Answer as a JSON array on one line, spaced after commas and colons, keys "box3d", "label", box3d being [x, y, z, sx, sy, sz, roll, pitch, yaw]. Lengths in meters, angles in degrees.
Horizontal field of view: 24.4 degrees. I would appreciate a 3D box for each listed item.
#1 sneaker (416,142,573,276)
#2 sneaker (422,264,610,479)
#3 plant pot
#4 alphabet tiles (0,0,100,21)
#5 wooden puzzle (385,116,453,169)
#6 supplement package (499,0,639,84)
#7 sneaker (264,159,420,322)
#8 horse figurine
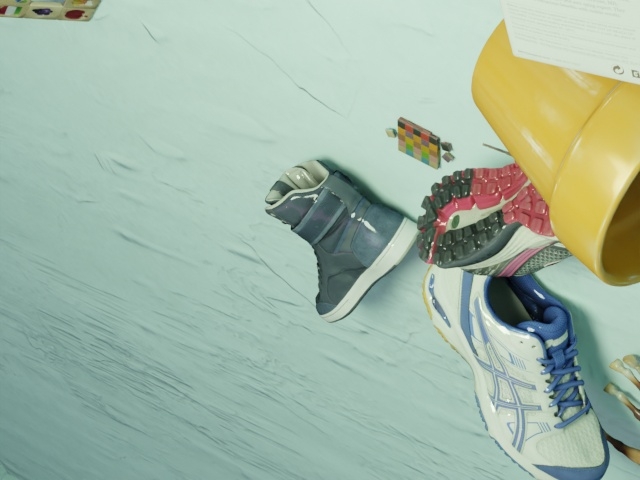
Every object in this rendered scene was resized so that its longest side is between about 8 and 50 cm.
[{"box3d": [0.223, -0.038, 1.363, 0.112, 0.121, 0.299, 17, 160, -35], "label": "sneaker"}, {"box3d": [0.222, 0.131, 1.562, 0.296, 0.112, 0.131, 55, 147, -2], "label": "sneaker"}, {"box3d": [0.226, -0.100, 1.168, 0.188, 0.205, 0.205, 44, 158, 30], "label": "plant pot"}, {"box3d": [-0.328, -0.297, 1.651, 0.237, 0.198, 0.009, 144, 123, -63], "label": "alphabet tiles"}, {"box3d": [0.102, -0.100, 1.527, 0.083, 0.006, 0.049, 29, 151, 23], "label": "wooden puzzle"}, {"box3d": [0.197, -0.249, 1.021, 0.134, 0.139, 0.244, 19, 145, 37], "label": "supplement package"}, {"box3d": [0.001, -0.002, 1.706, 0.163, 0.086, 0.226, 32, 145, -5], "label": "sneaker"}, {"box3d": [0.370, 0.200, 1.557, 0.174, 0.066, 0.263, 41, 158, 18], "label": "horse figurine"}]
